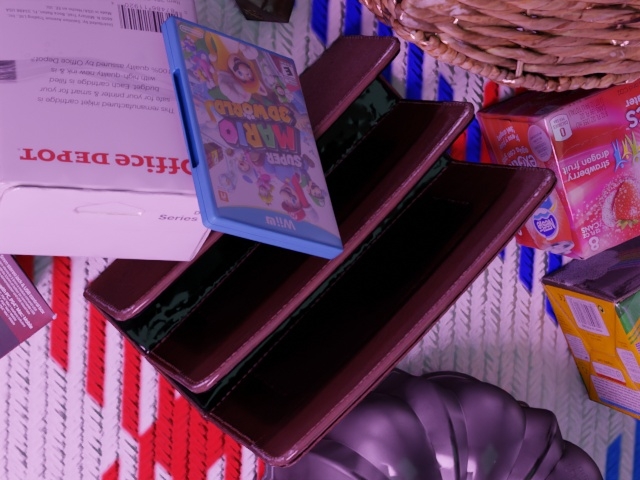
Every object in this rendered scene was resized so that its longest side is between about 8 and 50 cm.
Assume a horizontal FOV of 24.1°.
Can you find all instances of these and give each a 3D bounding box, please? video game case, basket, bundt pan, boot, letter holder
[{"bbox_3d":[-0.047,-0.071,1.037,0.119,0.015,0.166,15,51,-43],"label":"video game case"},{"bbox_3d":[0.163,-0.250,1.202,0.299,0.223,0.213,0,116,-23],"label":"basket"},{"bbox_3d":[0.101,0.259,1.200,0.331,0.124,0.331,3,79,-15],"label":"bundt pan"},{"bbox_3d":[-0.053,-0.236,1.179,0.106,0.037,0.114,23,92,-20],"label":"boot"},{"bbox_3d":[0.000,0.000,1.128,0.302,0.214,0.152,-46,110,-11],"label":"letter holder"}]

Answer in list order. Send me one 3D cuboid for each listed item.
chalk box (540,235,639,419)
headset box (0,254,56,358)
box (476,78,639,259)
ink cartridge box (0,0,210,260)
[{"bbox_3d":[0.329,0.049,1.311,0.213,0.132,0.132,-28,105,-15],"label":"chalk box"},{"bbox_3d":[-0.347,0.032,1.049,0.293,0.110,0.218,-37,107,-14],"label":"headset box"},{"bbox_3d":[0.281,-0.092,1.279,0.257,0.122,0.128,-23,104,-18],"label":"box"},{"bbox_3d":[-0.165,-0.099,1.056,0.160,0.092,0.219,3,57,-22],"label":"ink cartridge box"}]
